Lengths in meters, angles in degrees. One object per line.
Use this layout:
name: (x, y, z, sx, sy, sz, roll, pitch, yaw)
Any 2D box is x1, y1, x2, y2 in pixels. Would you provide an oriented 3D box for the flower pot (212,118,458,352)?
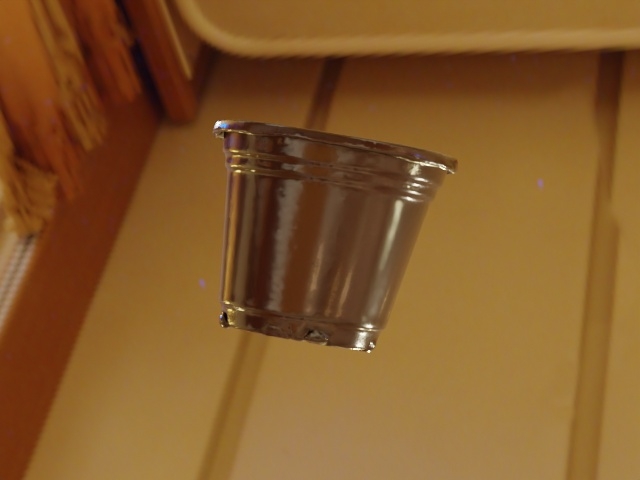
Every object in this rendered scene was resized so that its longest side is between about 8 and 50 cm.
flower pot: (0.000, 0.000, 0.659, 0.111, 0.111, 0.089, 9, -90, 24)
